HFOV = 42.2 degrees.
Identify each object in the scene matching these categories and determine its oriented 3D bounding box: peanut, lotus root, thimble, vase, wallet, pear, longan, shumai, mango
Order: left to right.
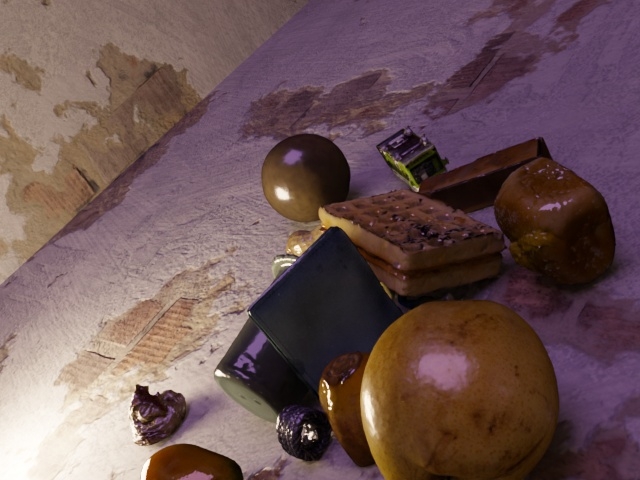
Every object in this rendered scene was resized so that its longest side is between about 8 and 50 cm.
[{"bbox_3d":[-0.380,0.398,1.879,0.123,0.105,0.139,7,73,48],"label":"shumai"},{"bbox_3d":[-0.250,0.465,1.585,0.221,0.120,0.151,3,43,39],"label":"mango"},{"bbox_3d":[-0.077,0.207,1.712,0.245,0.245,0.291,4,49,50],"label":"vase"},{"bbox_3d":[-0.033,0.357,1.543,0.066,0.104,0.095,4,71,41],"label":"thimble"},{"bbox_3d":[-0.043,-0.169,2.266,0.258,0.258,0.258,-26,28,15],"label":"longan"},{"bbox_3d":[-0.001,-0.001,2.120,0.228,0.086,0.104,-17,22,32],"label":"peanut"},{"bbox_3d":[0.025,0.156,1.609,0.251,0.290,0.054,-47,26,-22],"label":"wallet"},{"bbox_3d":[0.080,0.269,1.490,0.188,0.180,0.199,-36,27,3],"label":"lotus root"},{"bbox_3d":[0.210,0.242,1.262,0.314,0.314,0.314,-26,28,15],"label":"pear"}]

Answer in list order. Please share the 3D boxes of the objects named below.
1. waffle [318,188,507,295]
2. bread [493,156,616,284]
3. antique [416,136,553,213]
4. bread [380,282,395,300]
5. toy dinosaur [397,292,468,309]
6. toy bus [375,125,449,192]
[{"bbox_3d":[0.181,-0.006,1.771,0.261,0.114,0.376,-9,22,-24],"label":"waffle"},{"bbox_3d":[0.431,-0.031,1.581,0.176,0.195,0.246,-26,26,1],"label":"bread"},{"bbox_3d":[0.380,-0.137,1.927,0.310,0.087,0.093,-19,28,27],"label":"antique"},{"bbox_3d":[0.123,0.089,1.839,0.080,0.084,0.109,-13,30,10],"label":"bread"},{"bbox_3d":[0.192,0.171,1.676,0.188,0.075,0.248,-21,34,43],"label":"toy dinosaur"},{"bbox_3d":[0.239,-0.204,2.144,0.113,0.139,0.302,-32,19,1],"label":"toy bus"}]
